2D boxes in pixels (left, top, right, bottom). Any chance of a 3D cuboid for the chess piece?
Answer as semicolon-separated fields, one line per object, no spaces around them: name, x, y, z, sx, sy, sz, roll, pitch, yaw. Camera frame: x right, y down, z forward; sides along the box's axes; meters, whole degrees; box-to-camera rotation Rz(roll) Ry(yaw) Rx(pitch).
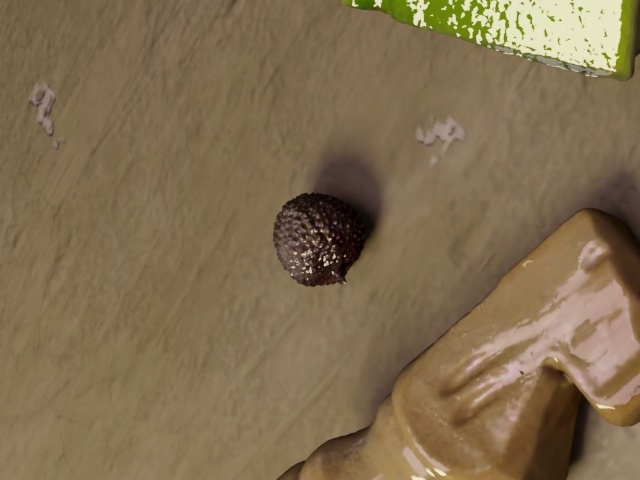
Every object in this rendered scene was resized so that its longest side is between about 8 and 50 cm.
chess piece;0.105;0.115;0.952;0.301;0.137;0.137;-48;60;20

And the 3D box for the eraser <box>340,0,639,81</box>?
eraser;0.106;-0.243;0.847;0.210;0.092;0.274;18;130;23

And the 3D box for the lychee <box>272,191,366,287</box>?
lychee;0.000;0.000;1.068;0.067;0.068;0.083;-36;56;-8
